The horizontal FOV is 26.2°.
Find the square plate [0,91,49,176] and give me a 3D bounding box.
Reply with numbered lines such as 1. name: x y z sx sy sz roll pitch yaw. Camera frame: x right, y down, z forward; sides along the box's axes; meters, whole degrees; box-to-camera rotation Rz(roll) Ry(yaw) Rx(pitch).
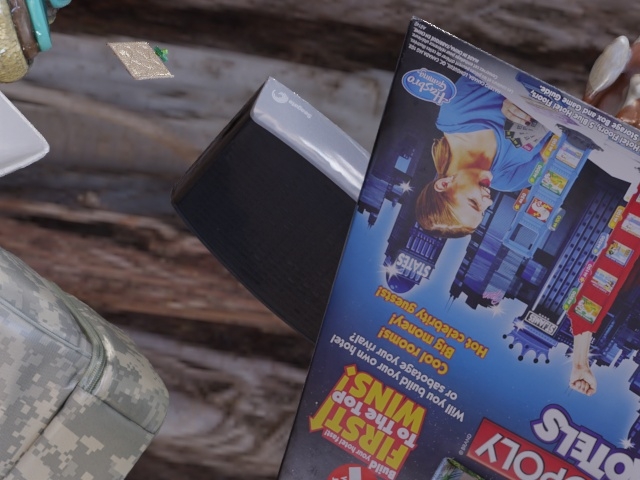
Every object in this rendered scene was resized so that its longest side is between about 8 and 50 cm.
1. square plate: -0.428 -0.127 1.032 0.049 0.347 0.344 -47 175 34

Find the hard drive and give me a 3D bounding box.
1. hard drive: 0.000 0.000 1.192 0.172 0.255 0.054 -45 -174 33

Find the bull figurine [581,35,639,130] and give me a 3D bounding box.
1. bull figurine: 0.329 -0.116 1.013 0.188 0.310 0.101 84 -15 -57

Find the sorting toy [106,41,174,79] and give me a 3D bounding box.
1. sorting toy: -0.186 -0.193 1.488 0.062 0.083 0.012 48 -57 21

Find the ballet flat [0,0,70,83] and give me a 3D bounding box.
1. ballet flat: -0.209 -0.163 0.800 0.348 0.123 0.123 -108 -150 -68

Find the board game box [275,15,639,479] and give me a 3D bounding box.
1. board game box: 0.076 0.043 0.545 0.194 0.194 0.060 -60 162 4

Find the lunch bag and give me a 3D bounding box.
1. lunch bag: -0.316 0.147 1.162 0.305 0.256 0.212 -50 -144 2
